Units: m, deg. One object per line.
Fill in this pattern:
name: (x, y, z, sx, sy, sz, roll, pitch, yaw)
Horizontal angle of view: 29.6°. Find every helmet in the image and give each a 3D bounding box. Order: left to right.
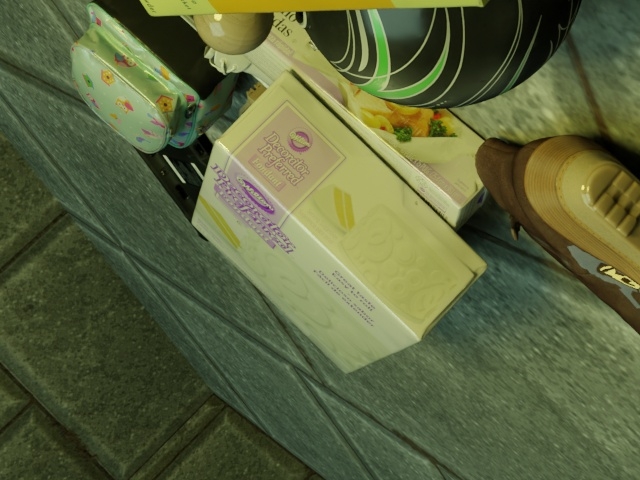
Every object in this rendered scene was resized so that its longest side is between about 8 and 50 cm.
helmet: (0.066, -0.154, 0.690, 0.169, 0.169, 0.161, 35, 151, 32)

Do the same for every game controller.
game controller: (-0.185, -0.108, 1.684, 0.166, 0.067, 0.319, 8, 143, 43)

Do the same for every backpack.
backpack: (-0.175, -0.179, 1.295, 0.166, 0.144, 0.188, 38, 167, 5)

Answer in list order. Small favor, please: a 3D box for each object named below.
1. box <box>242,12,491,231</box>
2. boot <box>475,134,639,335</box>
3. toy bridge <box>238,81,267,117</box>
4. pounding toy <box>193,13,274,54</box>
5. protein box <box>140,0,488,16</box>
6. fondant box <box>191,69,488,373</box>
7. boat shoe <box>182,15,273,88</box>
box: (0.017, -0.137, 1.040, 0.324, 0.063, 0.067, 41, 164, 14)
boot: (0.230, 0.016, 0.900, 0.248, 0.090, 0.207, 47, 177, -13)
toy bridge: (-0.062, -0.120, 1.364, 0.063, 0.026, 0.188, 42, 165, 21)
pounding toy: (-0.066, -0.246, 0.737, 0.110, 0.183, 0.237, 32, 164, 29)
protein box: (0.011, -0.213, 0.527, 0.201, 0.200, 0.136, 8, 143, 43)
fondant box: (0.000, 0.000, 1.148, 0.238, 0.096, 0.330, 44, 164, 1)
boat shoe: (-0.087, -0.194, 1.163, 0.184, 0.063, 0.066, 50, 164, -16)
